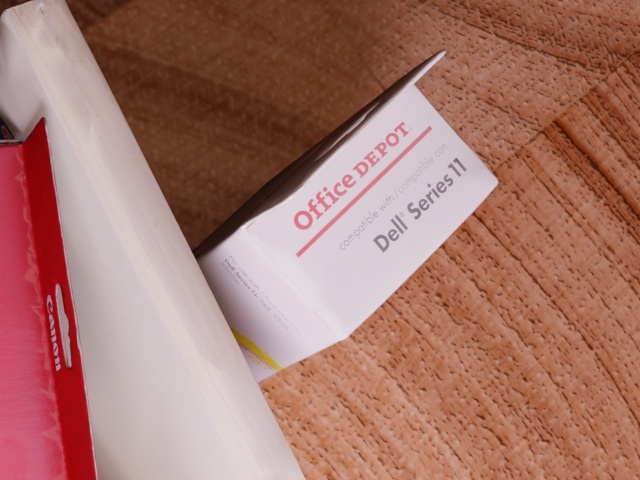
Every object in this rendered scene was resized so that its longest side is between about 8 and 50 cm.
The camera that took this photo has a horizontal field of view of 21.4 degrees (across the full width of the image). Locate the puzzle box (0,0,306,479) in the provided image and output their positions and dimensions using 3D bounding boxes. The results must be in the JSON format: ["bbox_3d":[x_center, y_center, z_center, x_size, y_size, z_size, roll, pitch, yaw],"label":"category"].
[{"bbox_3d":[-0.170,0.040,1.318,0.052,0.272,0.409,-25,86,-29],"label":"puzzle box"}]

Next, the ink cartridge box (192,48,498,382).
[{"bbox_3d":[0.000,0.000,1.362,0.119,0.353,0.207,48,61,-4],"label":"ink cartridge box"}]

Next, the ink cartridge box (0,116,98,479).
[{"bbox_3d":[-0.274,0.090,1.254,0.130,0.272,0.309,-4,76,-26],"label":"ink cartridge box"}]
